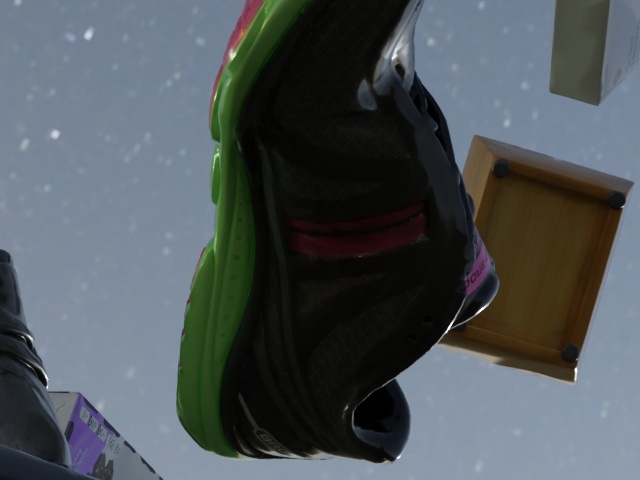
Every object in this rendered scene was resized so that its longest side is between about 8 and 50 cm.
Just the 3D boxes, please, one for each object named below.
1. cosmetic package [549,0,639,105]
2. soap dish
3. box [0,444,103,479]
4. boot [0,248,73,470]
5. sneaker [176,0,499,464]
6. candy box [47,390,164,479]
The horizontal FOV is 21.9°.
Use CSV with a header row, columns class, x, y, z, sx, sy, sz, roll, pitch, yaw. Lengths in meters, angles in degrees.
class,x,y,z,sx,sy,sz,roll,pitch,yaw
cosmetic package,0.272,-0.257,1.578,0.060,0.099,0.239,22,-48,28
soap dish,0.276,0.027,2.192,0.229,0.291,0.118,17,-1,-3
box,-0.408,0.289,0.776,0.480,0.297,0.471,20,-74,-2
boot,-0.240,0.160,1.241,0.118,0.222,0.338,-7,-29,-22
sneaker,0.030,-0.038,1.082,0.202,0.185,0.483,14,-48,4
candy box,-0.225,0.255,1.506,0.070,0.165,0.196,-1,-34,26
